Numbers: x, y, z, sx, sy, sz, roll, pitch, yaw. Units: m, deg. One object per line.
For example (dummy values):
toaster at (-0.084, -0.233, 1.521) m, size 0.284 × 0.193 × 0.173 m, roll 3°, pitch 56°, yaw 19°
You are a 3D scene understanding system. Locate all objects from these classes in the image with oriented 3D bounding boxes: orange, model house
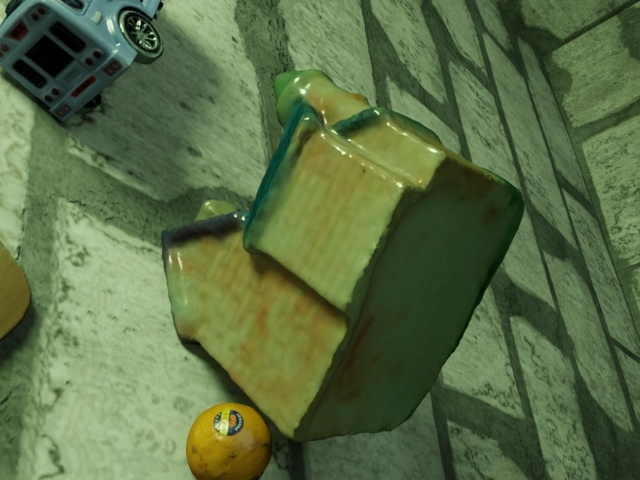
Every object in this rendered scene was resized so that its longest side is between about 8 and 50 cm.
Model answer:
orange at (-0.086, 0.193, 0.692) m, size 0.083 × 0.083 × 0.083 m, roll 36°, pitch 39°, yaw -37°
model house at (0.000, 0.000, 0.771) m, size 0.280 × 0.312 × 0.245 m, roll 36°, pitch 17°, yaw 37°

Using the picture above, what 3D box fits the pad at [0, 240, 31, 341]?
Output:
pad at (-0.358, 0.009, 0.487) m, size 0.284 × 0.018 × 0.286 m, roll 53°, pitch 32°, yaw -14°

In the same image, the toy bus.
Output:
toy bus at (-0.234, -0.270, 0.792) m, size 0.133 × 0.125 × 0.292 m, roll 40°, pitch 38°, yaw -32°
